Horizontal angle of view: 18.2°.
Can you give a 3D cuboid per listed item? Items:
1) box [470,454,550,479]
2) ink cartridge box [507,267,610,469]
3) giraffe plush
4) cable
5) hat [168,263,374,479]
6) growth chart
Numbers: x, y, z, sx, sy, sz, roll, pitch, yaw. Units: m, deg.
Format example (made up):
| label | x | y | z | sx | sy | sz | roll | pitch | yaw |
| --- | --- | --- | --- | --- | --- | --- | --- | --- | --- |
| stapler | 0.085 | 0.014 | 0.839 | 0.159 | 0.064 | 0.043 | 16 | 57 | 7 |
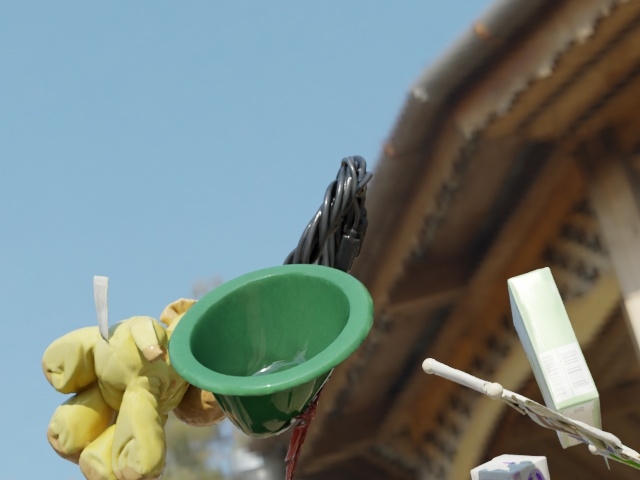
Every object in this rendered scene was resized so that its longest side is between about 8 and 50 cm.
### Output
| label | x | y | z | sx | sy | sz | roll | pitch | yaw |
| --- | --- | --- | --- | --- | --- | --- | --- | --- | --- |
| box | 0.234 | 0.398 | 2.185 | 0.063 | 0.324 | 0.067 | -18 | 9 | -43 |
| ink cartridge box | 0.273 | 0.156 | 2.277 | 0.056 | 0.171 | 0.235 | -19 | -29 | -1 |
| giraffe plush | -0.148 | 0.125 | 1.903 | 0.170 | 0.181 | 0.210 | -8 | -63 | -42 |
| cable | 0.000 | 0.000 | 1.894 | 0.150 | 0.047 | 0.184 | -46 | -20 | -46 |
| hat | -0.034 | 0.151 | 1.732 | 0.208 | 0.173 | 0.184 | -38 | -50 | -33 |
| growth chart | 0.228 | 0.180 | 2.046 | 0.237 | 0.021 | 0.172 | 27 | -5 | -17 |
